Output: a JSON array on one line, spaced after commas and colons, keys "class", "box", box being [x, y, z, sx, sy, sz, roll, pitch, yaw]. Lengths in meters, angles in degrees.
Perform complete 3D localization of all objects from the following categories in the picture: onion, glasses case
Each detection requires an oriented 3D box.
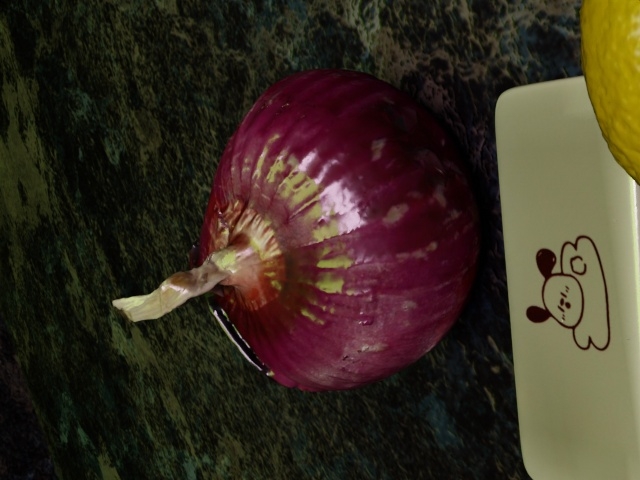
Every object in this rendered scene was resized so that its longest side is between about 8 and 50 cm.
[{"class": "onion", "box": [0.025, -0.013, 0.740, 0.256, 0.272, 0.230, 35, 134, -7]}, {"class": "glasses case", "box": [0.205, 0.036, 0.622, 0.131, 0.070, 0.313, 5, 103, 59]}]

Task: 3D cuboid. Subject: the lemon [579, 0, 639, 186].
[{"class": "lemon", "box": [0.236, -0.110, 0.448, 0.192, 0.192, 0.231, 15, 118, 50]}]
